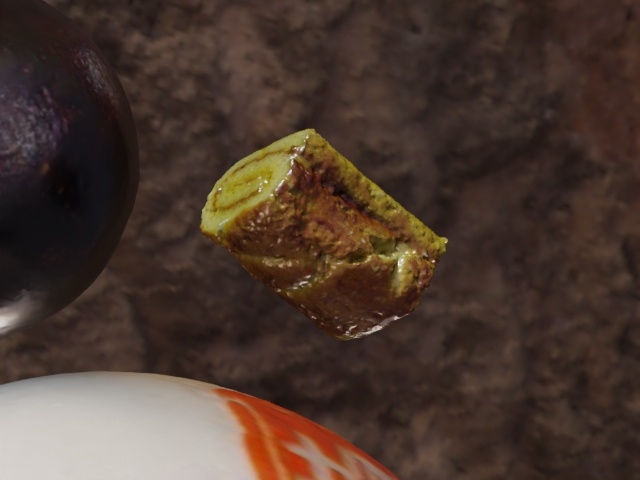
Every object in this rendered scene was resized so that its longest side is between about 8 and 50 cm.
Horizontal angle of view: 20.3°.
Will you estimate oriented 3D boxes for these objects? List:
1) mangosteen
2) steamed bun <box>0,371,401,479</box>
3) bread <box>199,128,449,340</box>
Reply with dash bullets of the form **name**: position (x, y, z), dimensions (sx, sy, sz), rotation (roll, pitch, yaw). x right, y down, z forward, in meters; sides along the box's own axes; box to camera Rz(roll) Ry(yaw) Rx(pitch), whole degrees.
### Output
- **mangosteen**: position (-0.353, -0.116, 1.617), dimensions (0.382, 0.382, 0.435), rotation (-27, -60, -43)
- **steamed bun**: position (-0.032, 0.205, 0.646), dimensions (0.241, 0.374, 0.374), rotation (-33, -34, 11)
- **bread**: position (0.000, 0.000, 1.476), dimensions (0.172, 0.132, 0.103), rotation (39, -134, -27)
